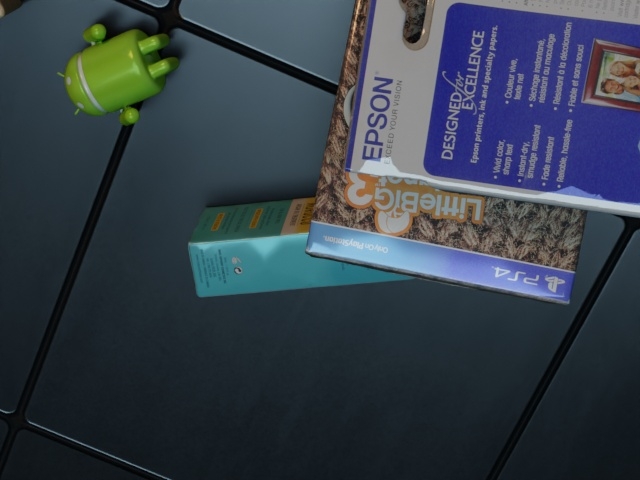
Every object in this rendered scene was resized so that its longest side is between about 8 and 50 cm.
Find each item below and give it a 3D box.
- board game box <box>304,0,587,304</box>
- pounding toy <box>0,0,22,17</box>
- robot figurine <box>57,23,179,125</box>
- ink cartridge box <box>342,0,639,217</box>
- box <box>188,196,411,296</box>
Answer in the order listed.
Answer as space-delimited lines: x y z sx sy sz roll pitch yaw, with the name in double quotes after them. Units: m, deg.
0.127 -0.106 1.325 0.232 0.141 0.291 10 88 2 "board game box"
-0.349 -0.287 1.395 0.206 0.094 0.181 -26 103 7 "pounding toy"
-0.196 -0.161 1.438 0.115 0.067 0.101 -20 100 15 "robot figurine"
0.194 -0.179 1.219 0.307 0.072 0.304 9 89 10 "ink cartridge box"
0.000 0.000 1.467 0.244 0.100 0.060 -6 112 9 "box"
